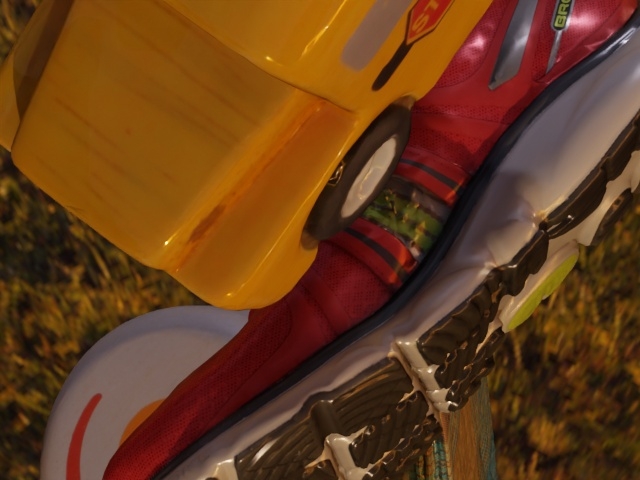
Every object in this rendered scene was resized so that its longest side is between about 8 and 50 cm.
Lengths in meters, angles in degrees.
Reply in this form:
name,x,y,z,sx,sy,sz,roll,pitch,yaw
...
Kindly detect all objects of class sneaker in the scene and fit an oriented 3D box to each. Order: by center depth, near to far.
name,x,y,z,sx,sy,sz,roll,pitch,yaw
sneaker,0.017,-0.001,0.638,0.118,0.107,0.279,37,68,21

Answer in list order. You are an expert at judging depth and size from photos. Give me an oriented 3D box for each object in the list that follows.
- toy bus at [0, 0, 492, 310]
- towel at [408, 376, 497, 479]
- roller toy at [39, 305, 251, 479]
name,x,y,z,sx,sy,sz,roll,pitch,yaw
toy bus,0.025,-0.142,0.484,0.108,0.130,0.332,37,98,14
towel,0.098,0.164,1.314,0.040,0.370,0.271,-2,32,10
roller toy,-0.055,0.132,1.069,0.191,0.146,0.209,-6,85,22
